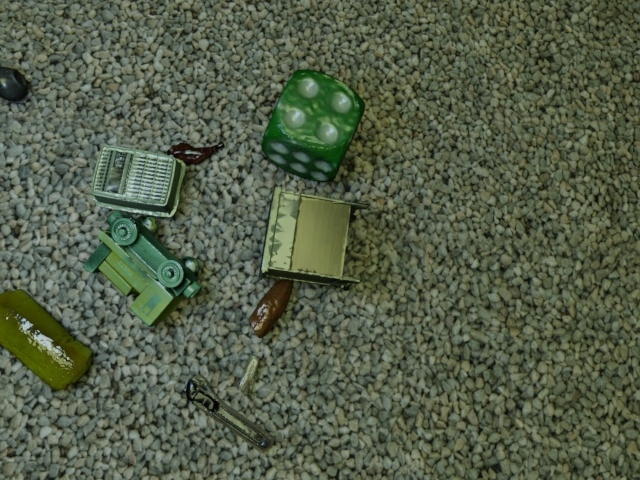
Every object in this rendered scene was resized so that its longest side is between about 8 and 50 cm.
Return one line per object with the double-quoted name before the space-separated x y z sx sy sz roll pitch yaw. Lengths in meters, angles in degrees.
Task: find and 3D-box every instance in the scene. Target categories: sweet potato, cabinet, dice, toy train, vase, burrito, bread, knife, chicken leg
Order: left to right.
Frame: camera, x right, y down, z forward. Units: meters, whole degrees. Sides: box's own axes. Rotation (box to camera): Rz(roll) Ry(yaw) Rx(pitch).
"vase" -1.138 -0.534 1.756 0.183 0.120 0.120 -23 83 4
"bread" -0.924 0.321 1.614 0.384 0.112 0.166 41 77 2
"toy train" -0.592 0.089 1.659 0.397 0.160 0.253 43 99 3
"chicken leg" -0.458 -0.325 1.824 0.205 0.053 0.093 3 65 -10
"knife" -0.307 0.586 1.672 0.365 0.043 0.089 37 79 1
"burrito" -0.244 0.463 1.701 0.055 0.041 0.149 20 78 -16
"sweet potato" -0.169 0.221 1.732 0.097 0.097 0.251 30 69 0
"cabinet" -0.027 0.003 1.669 0.319 0.227 0.289 9 77 -8
"dice" -0.026 -0.400 1.766 0.297 0.287 0.299 25 77 -5

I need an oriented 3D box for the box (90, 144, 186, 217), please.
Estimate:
"box" -0.628 -0.203 1.718 0.291 0.166 0.220 10 78 -5
